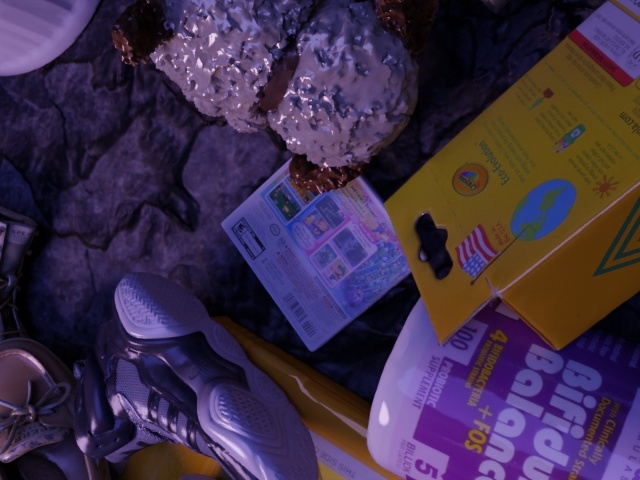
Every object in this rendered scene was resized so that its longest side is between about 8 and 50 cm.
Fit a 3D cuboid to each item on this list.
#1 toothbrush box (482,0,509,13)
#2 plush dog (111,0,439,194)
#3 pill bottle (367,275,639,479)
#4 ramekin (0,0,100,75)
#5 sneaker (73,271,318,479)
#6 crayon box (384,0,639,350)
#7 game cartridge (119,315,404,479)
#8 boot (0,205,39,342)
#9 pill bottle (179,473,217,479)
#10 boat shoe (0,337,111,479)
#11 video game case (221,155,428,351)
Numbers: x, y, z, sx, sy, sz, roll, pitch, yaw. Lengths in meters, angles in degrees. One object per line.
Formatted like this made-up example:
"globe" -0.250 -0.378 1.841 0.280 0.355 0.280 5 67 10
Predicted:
"toothbrush box" 0.165 -0.363 0.659 0.216 0.126 0.295 45 105 5
"plush dog" -0.024 -0.156 0.696 0.225 0.211 0.263 28 126 3
"pill bottle" 0.201 0.152 0.639 0.301 0.169 0.169 21 98 21
"ramekin" -0.367 -0.320 0.888 0.277 0.135 0.277 0 91 22
"sneaker" -0.123 0.165 0.765 0.268 0.101 0.153 47 107 24
"crayon box" 0.202 -0.063 0.624 0.318 0.202 0.081 -41 119 18
"game cartridge" -0.042 0.263 0.802 0.323 0.052 0.285 28 100 19
"boot" -0.338 0.059 0.912 0.213 0.077 0.165 30 98 20
"pill bottle" -0.125 0.278 0.778 0.067 0.067 0.120 24 99 21
"boat shoe" -0.251 0.218 0.810 0.104 0.089 0.285 -28 78 -9
"video game case" 0.000 0.000 0.801 0.143 0.019 0.157 -41 75 17
